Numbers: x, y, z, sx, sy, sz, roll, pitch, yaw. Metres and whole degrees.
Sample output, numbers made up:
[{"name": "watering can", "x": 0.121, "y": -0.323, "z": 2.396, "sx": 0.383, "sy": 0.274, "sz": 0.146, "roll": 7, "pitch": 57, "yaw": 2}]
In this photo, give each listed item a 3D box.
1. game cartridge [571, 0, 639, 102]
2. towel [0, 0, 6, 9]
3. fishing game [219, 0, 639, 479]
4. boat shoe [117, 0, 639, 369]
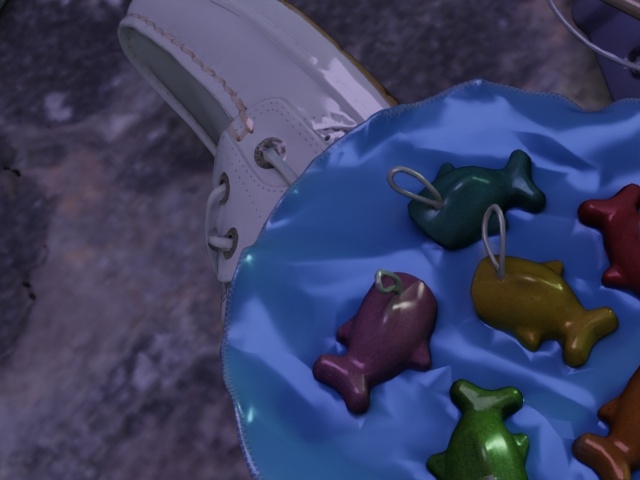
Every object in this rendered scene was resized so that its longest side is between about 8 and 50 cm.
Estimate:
[{"name": "game cartridge", "x": 0.161, "y": -0.229, "z": 0.580, "sx": 0.230, "sy": 0.068, "sz": 0.355, "roll": -42, "pitch": 48, "yaw": 37}, {"name": "towel", "x": -0.333, "y": -0.043, "z": 0.696, "sx": 0.317, "sy": 0.053, "sz": 0.332, "roll": 14, "pitch": 67, "yaw": 23}, {"name": "fishing game", "x": 0.062, "y": 0.026, "z": 0.448, "sx": 0.189, "sy": 0.041, "sz": 0.264, "roll": 36, "pitch": 70, "yaw": 21}, {"name": "boat shoe", "x": 0.000, "y": 0.000, "z": 0.542, "sx": 0.096, "sy": 0.098, "sz": 0.277, "roll": -42, "pitch": 60, "yaw": -9}]
